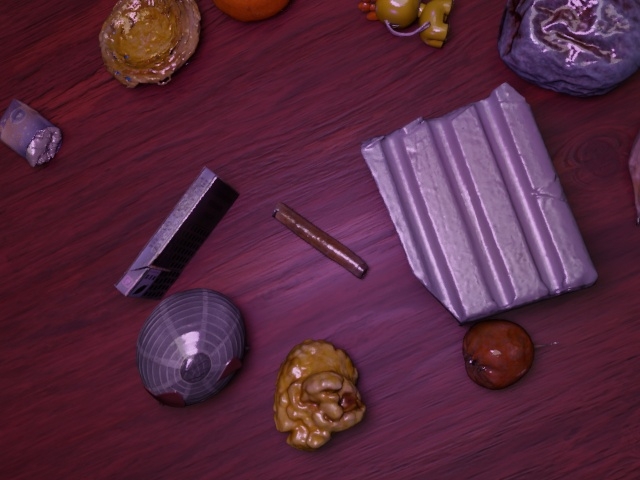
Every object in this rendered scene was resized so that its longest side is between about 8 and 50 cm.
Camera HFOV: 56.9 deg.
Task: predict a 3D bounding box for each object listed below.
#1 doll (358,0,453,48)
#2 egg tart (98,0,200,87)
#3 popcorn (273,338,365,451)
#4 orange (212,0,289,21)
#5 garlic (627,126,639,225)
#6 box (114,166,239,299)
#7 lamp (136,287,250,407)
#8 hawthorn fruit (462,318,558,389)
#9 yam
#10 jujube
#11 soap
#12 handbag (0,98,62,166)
[{"bbox_3d":[0.196,-0.533,1.379,0.221,0.143,0.135,14,86,0],"label":"doll"},{"bbox_3d":[-0.414,-0.497,1.477,0.291,0.107,0.290,-3,78,12],"label":"egg tart"},{"bbox_3d":[-0.009,0.323,1.244,0.200,0.203,0.226,44,72,2],"label":"popcorn"},{"bbox_3d":[-0.167,-0.638,1.425,0.224,0.170,0.224,0,102,2],"label":"orange"},{"bbox_3d":[0.768,-0.204,1.237,0.338,0.151,0.196,-33,91,4],"label":"garlic"},{"bbox_3d":[-0.319,-0.008,1.349,0.047,0.180,0.324,36,88,11],"label":"box"},{"bbox_3d":[-0.282,0.235,1.283,0.265,0.233,0.233,-39,78,-1],"label":"lamp"},{"bbox_3d":[0.380,0.237,1.244,0.189,0.149,0.149,4,79,-36],"label":"hawthorn fruit"},{"bbox_3d":[0.000,0.000,1.367,0.264,0.046,0.046,36,88,11],"label":"yam"},{"bbox_3d":[0.536,-0.442,1.267,0.308,0.215,0.246,31,111,8],"label":"jujube"},{"bbox_3d":[0.320,-0.051,1.242,0.350,0.213,0.435,-21,79,3],"label":"soap"},{"bbox_3d":[-0.737,-0.267,1.502,0.173,0.095,0.117,35,94,20],"label":"handbag"}]
